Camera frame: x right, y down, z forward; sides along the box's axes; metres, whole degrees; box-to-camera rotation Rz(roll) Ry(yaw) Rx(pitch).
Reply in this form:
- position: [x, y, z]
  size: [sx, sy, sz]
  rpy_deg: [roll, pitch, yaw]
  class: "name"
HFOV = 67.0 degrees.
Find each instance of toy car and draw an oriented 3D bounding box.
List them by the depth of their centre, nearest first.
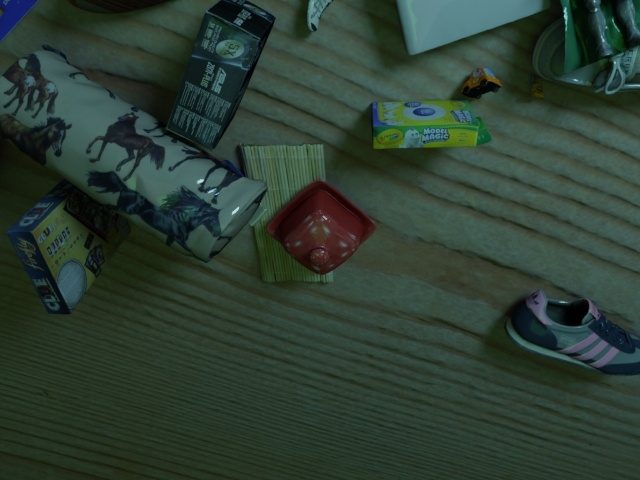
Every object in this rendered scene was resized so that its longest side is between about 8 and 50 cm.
- position: [0.284, -0.244, 0.760]
  size: [0.122, 0.060, 0.040]
  rpy_deg: [3, 83, -18]
  class: "toy car"

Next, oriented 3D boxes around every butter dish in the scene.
- position: [0.000, 0.000, 0.871]
  size: [0.160, 0.118, 0.160]
  rpy_deg: [38, 117, -21]
  class: "butter dish"

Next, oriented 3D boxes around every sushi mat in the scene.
- position: [-0.059, -0.040, 0.930]
  size: [0.152, 0.019, 0.316]
  rpy_deg: [-2, 125, 4]
  class: "sushi mat"

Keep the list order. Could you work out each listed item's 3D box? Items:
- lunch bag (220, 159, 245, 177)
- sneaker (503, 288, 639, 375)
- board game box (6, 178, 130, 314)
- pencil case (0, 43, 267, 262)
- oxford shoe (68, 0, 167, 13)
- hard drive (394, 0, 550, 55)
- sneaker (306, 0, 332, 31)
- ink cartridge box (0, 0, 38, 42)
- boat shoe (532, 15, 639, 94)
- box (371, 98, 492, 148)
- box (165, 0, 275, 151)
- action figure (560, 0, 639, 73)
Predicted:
- position: [-0.166, -0.092, 0.868]
  size: [0.067, 0.065, 0.098]
  rpy_deg: [-37, 97, 29]
  class: "lunch bag"
- position: [0.553, 0.186, 0.985]
  size: [0.319, 0.112, 0.131]
  rpy_deg: [12, 128, -5]
  class: "sneaker"
- position: [-0.419, -0.016, 0.837]
  size: [0.042, 0.243, 0.165]
  rpy_deg: [0, 124, 6]
  class: "board game box"
- position: [-0.281, -0.123, 0.745]
  size: [0.410, 0.183, 0.160]
  rpy_deg: [32, 118, -4]
  class: "pencil case"
- position: [-0.190, -0.436, 0.618]
  size: [0.397, 0.140, 0.146]
  rpy_deg: [-22, 90, 24]
  class: "oxford shoe"
- position: [0.175, -0.420, 0.611]
  size: [0.203, 0.040, 0.307]
  rpy_deg: [-16, 126, 10]
  class: "hard drive"
- position: [0.001, -0.344, 0.702]
  size: [0.037, 0.032, 0.083]
  rpy_deg: [8, 126, -1]
  class: "sneaker"
- position: [-0.556, -0.387, 0.708]
  size: [0.206, 0.045, 0.208]
  rpy_deg: [-30, 120, 23]
  class: "ink cartridge box"
- position: [0.471, -0.265, 0.677]
  size: [0.321, 0.103, 0.118]
  rpy_deg: [3, 125, 3]
  class: "boat shoe"
- position: [0.170, -0.183, 0.758]
  size: [0.179, 0.105, 0.043]
  rpy_deg: [1, 126, 3]
  class: "box"
- position: [-0.144, -0.248, 0.710]
  size: [0.078, 0.147, 0.180]
  rpy_deg: [25, 123, -12]
  class: "box"
- position: [0.351, -0.352, 0.614]
  size: [0.137, 0.063, 0.232]
  rpy_deg: [-19, 95, 13]
  class: "action figure"
